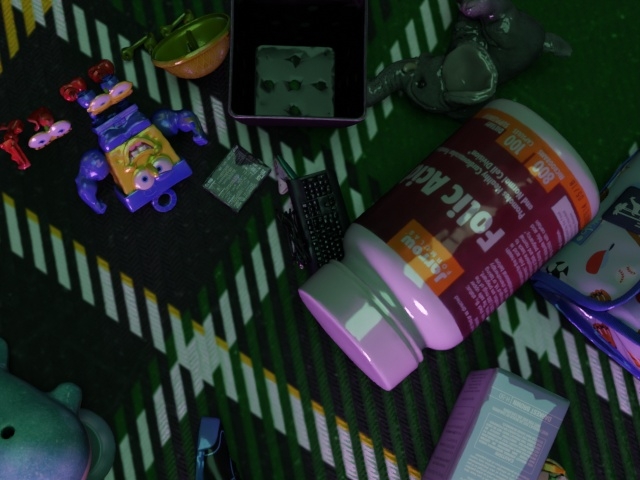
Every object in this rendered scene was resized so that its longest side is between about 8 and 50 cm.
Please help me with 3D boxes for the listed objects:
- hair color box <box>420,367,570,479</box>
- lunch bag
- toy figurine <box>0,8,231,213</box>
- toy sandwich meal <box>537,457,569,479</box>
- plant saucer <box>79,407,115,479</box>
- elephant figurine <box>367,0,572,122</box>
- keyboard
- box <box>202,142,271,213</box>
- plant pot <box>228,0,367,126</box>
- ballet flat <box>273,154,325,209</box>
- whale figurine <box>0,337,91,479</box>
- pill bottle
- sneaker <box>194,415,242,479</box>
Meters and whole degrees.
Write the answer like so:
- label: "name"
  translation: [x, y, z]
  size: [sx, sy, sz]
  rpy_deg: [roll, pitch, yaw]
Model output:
- label: "hair color box"
  translation: [0.193, 0.365, 1.552]
  size: [0.114, 0.185, 0.374]
  rpy_deg: [26, 81, 0]
- label: "lunch bag"
  translation: [0.534, 0.049, 1.596]
  size: [0.385, 0.239, 0.328]
  rpy_deg: [39, 82, 25]
- label: "toy figurine"
  translation: [-0.253, -0.152, 1.655]
  size: [0.363, 0.191, 0.217]
  rpy_deg: [-35, 115, -15]
- label: "toy sandwich meal"
  translation: [0.317, 0.349, 1.640]
  size: [0.086, 0.029, 0.085]
  rpy_deg: [0, 82, -3]
- label: "plant saucer"
  translation: [-0.350, 0.295, 1.614]
  size: [0.119, 0.021, 0.119]
  rpy_deg: [0, 82, -3]
- label: "elephant figurine"
  translation: [0.203, -0.245, 1.677]
  size: [0.169, 0.186, 0.239]
  rpy_deg: [31, 92, -41]
- label: "keyboard"
  translation: [0.000, 0.000, 1.647]
  size: [0.100, 0.038, 0.192]
  rpy_deg: [-17, 97, -4]
- label: "box"
  translation: [-0.123, -0.091, 1.685]
  size: [0.067, 0.018, 0.083]
  rpy_deg: [36, 81, 2]
- label: "plant pot"
  translation: [-0.035, -0.244, 1.639]
  size: [0.188, 0.167, 0.187]
  rpy_deg: [1, 81, -4]
- label: "ballet flat"
  translation: [-0.038, -0.074, 1.679]
  size: [0.041, 0.041, 0.114]
  rpy_deg: [-43, 85, -8]
- label: "whale figurine"
  translation: [-0.424, 0.242, 1.538]
  size: [0.216, 0.141, 0.272]
  rpy_deg: [-28, 64, -14]
- label: "pill bottle"
  translation: [0.173, 0.007, 1.583]
  size: [0.392, 0.224, 0.224]
  rpy_deg: [-42, 86, -9]
- label: "sneaker"
  translation: [-0.129, 0.359, 1.592]
  size: [0.091, 0.081, 0.232]
  rpy_deg: [-1, 89, -6]
